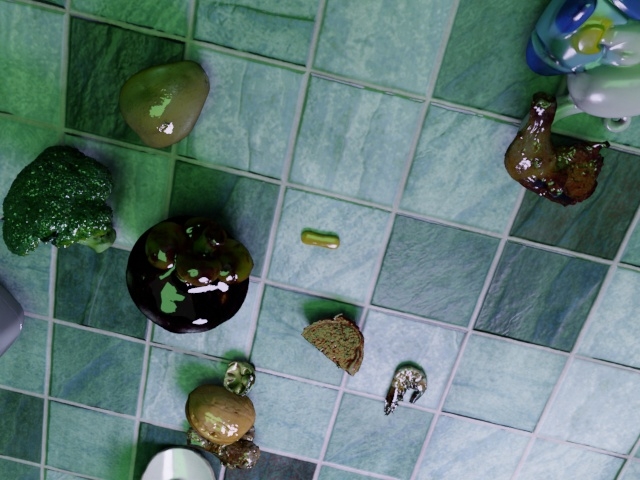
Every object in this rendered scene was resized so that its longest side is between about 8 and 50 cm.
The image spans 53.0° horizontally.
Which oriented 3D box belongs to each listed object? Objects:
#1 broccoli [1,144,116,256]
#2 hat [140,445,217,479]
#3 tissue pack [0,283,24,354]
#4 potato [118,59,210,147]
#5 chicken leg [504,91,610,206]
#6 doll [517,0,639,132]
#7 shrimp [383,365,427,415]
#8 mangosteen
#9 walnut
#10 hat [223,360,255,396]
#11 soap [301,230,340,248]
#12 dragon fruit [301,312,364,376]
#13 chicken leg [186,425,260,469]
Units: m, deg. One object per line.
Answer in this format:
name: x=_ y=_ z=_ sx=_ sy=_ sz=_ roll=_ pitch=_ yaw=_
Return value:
broccoli: x=-0.538 y=-0.072 z=1.373 sx=0.254 sy=0.269 sz=0.269 roll=-7 pitch=113 yaw=13
hat: x=-0.396 y=0.707 z=1.747 sx=0.258 sy=0.168 sz=0.301 roll=-2 pitch=91 yaw=-17
tissue pack: x=-0.872 y=0.158 z=1.491 sx=0.333 sy=0.236 sz=0.229 roll=43 pitch=102 yaw=-14
potato: x=-0.307 y=-0.281 z=1.292 sx=0.194 sy=0.157 sz=0.157 roll=-37 pitch=106 yaw=5
chicken leg: x=0.449 y=-0.159 z=1.235 sx=0.322 sy=0.083 sz=0.177 roll=26 pitch=134 yaw=-34
doll: x=0.519 y=-0.364 z=1.162 sx=0.376 sy=0.187 sz=0.365 roll=-24 pitch=121 yaw=3
shrimp: x=0.208 y=0.381 z=1.587 sx=0.091 sy=0.034 sz=0.161 roll=21 pitch=113 yaw=-5
mangosteen: x=-0.272 y=0.058 z=1.389 sx=0.288 sy=0.233 sz=0.287 roll=4 pitch=112 yaw=11
walnut: x=-0.256 y=0.432 z=1.600 sx=0.180 sy=0.144 sz=0.144 roll=32 pitch=113 yaw=-15
hat: x=-0.195 y=0.339 z=1.591 sx=0.076 sy=0.059 sz=0.077 roll=23 pitch=95 yaw=16
soap: x=0.000 y=0.000 z=1.448 sx=0.089 sy=0.012 sz=0.034 roll=10 pitch=114 yaw=1
dragon fruit: x=0.047 y=0.230 z=1.516 sx=0.162 sy=0.083 sz=0.106 roll=38 pitch=94 yaw=8
chicken leg: x=-0.252 y=0.541 z=1.686 sx=0.196 sy=0.080 sz=0.125 roll=-2 pitch=104 yaw=14
